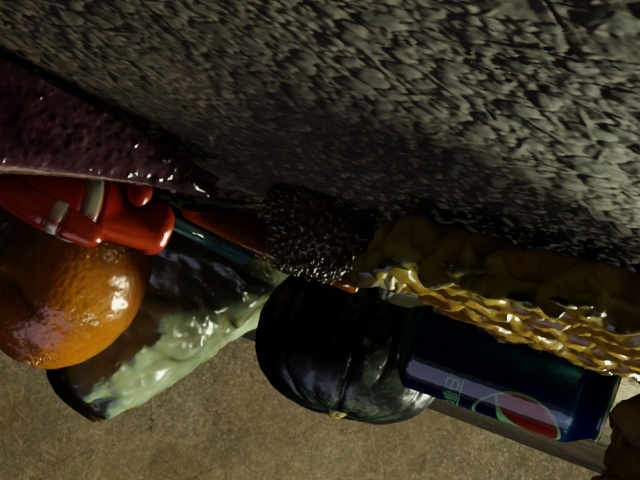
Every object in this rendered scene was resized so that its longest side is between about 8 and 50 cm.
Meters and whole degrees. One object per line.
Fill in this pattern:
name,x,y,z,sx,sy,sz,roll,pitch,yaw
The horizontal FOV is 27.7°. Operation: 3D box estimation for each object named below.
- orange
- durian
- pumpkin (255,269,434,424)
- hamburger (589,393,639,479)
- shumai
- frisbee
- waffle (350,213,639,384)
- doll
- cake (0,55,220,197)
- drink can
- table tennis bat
orange,-0.292,0.030,1.421,0.224,0.224,0.170,12,173,44
durian,0.002,0.002,1.110,0.110,0.071,0.140,24,165,-27
pumpkin,0.035,0.118,1.438,0.221,0.161,0.220,15,172,2
hamburger,0.438,0.254,1.334,0.314,0.170,0.290,17,174,15
shumai,-0.203,0.113,1.612,0.304,0.263,0.309,23,171,-6
frisbee,-0.046,0.000,1.292,0.192,0.035,0.192,25,180,0
waffle,0.173,0.050,1.025,0.329,0.062,0.329,19,172,3
doll,-0.292,-0.076,1.155,0.337,0.105,0.200,20,-161,-31
cake,-0.221,-0.076,1.044,0.295,0.112,0.116,20,175,-38
drink can,0.179,0.112,1.224,0.205,0.118,0.118,17,171,11
table tennis bat,-0.138,-0.016,1.395,0.124,0.033,0.201,32,-178,40
